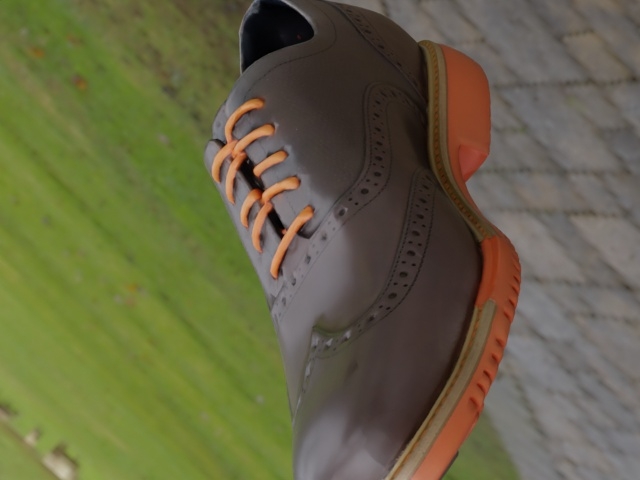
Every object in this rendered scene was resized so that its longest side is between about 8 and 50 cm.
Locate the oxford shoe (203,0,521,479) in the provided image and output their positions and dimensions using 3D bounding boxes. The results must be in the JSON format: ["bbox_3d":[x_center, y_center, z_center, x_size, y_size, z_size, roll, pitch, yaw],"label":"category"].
[{"bbox_3d":[0.000,0.000,0.583,0.098,0.097,0.271,29,-154,-16],"label":"oxford shoe"}]
